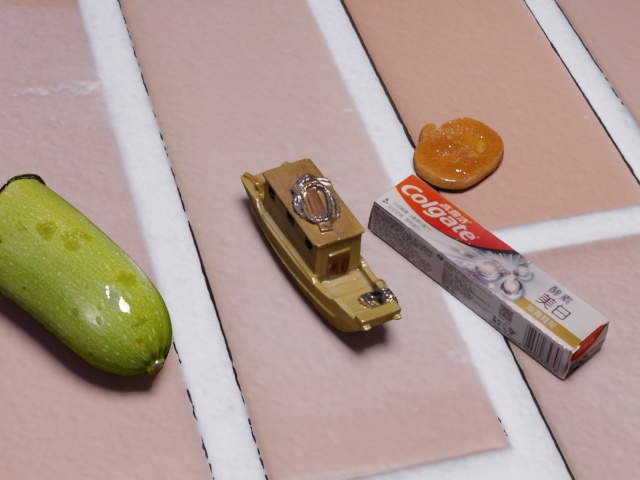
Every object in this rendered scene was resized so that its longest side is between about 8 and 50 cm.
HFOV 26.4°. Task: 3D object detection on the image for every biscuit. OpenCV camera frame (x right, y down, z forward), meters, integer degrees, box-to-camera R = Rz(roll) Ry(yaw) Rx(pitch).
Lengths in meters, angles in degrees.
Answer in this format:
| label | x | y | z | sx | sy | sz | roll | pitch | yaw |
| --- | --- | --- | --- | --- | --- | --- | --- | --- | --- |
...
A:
| label | x | y | z | sx | sy | sz | roll | pitch | yaw |
| --- | --- | --- | --- | --- | --- | --- | --- | --- | --- |
| biscuit | 0.121 | -0.080 | 1.234 | 0.091 | 0.015 | 0.078 | -34 | 57 | -31 |

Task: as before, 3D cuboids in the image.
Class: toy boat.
| label | x | y | z | sx | sy | sz | roll | pitch | yaw |
| --- | --- | --- | --- | --- | --- | --- | --- | --- | --- |
| toy boat | 0.000 | 0.000 | 1.106 | 0.057 | 0.077 | 0.200 | -19 | 52 | -22 |

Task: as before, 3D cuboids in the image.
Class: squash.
| label | x | y | z | sx | sy | sz | roll | pitch | yaw |
| --- | --- | --- | --- | --- | --- | --- | --- | --- | --- |
| squash | -0.183 | 0.035 | 1.054 | 0.188 | 0.095 | 0.095 | 36 | 54 | 20 |

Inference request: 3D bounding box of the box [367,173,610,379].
| label | x | y | z | sx | sy | sz | roll | pitch | yaw |
| --- | --- | --- | --- | --- | --- | --- | --- | --- | --- |
| box | 0.135 | 0.026 | 1.120 | 0.055 | 0.040 | 0.218 | -34 | 58 | -29 |
